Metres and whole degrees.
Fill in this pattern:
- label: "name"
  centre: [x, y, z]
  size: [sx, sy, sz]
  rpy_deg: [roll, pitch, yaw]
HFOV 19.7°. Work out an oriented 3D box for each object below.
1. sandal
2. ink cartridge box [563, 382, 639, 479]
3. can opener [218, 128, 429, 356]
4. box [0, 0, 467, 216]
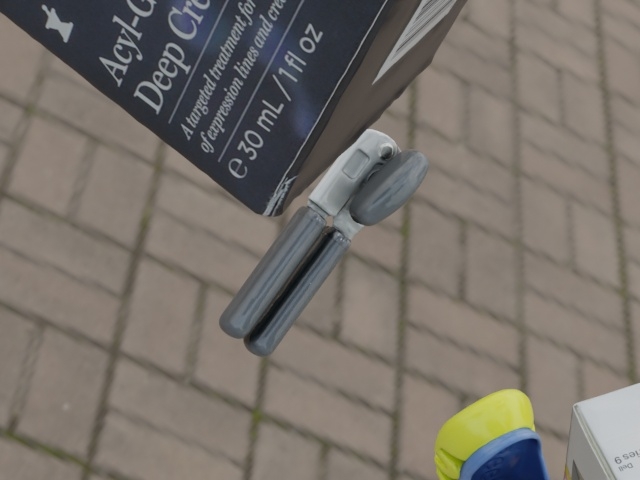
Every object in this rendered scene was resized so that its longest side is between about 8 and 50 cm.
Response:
- label: "sandal"
  centre: [0.169, 0.285, 1.751]
  size: [0.126, 0.317, 0.138]
  rpy_deg: [-23, 54, -14]
- label: "ink cartridge box"
  centre: [0.276, 0.197, 1.447]
  size: [0.154, 0.212, 0.093]
  rpy_deg: [-17, 54, -10]
- label: "can opener"
  centre: [0.000, 0.000, 1.964]
  size: [0.074, 0.280, 0.093]
  rpy_deg: [40, -3, -24]
- label: "box"
  centre: [-0.079, -0.266, 1.038]
  size: [0.395, 0.293, 0.212]
  rpy_deg: [38, 47, 7]
